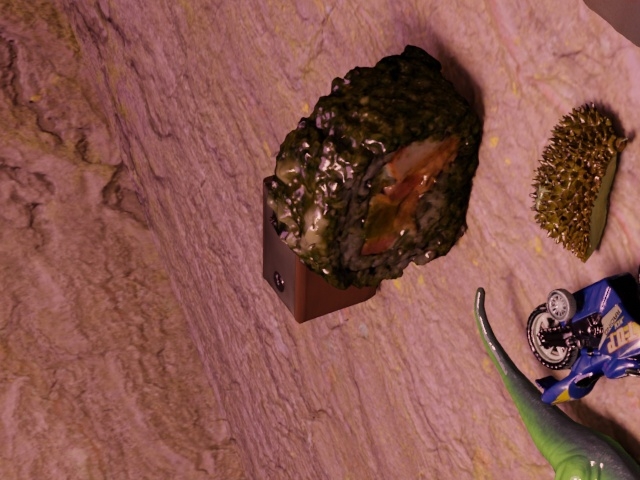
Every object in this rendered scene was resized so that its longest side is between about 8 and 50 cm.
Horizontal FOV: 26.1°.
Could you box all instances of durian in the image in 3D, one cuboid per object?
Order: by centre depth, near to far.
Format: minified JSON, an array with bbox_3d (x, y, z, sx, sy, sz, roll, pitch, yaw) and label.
[{"bbox_3d":[0.317,-0.078,1.769,0.137,0.095,0.220,53,144,38],"label":"durian"}]

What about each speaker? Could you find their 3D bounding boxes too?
[{"bbox_3d":[0.000,0.000,2.424,0.153,0.192,0.231,50,150,41],"label":"speaker"}]

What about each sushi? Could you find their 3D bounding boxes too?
[{"bbox_3d":[0.075,-0.091,2.058,0.178,0.294,0.352,51,148,34],"label":"sushi"}]

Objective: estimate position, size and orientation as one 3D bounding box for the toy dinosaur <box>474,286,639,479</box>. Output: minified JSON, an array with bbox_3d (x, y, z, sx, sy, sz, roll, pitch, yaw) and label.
[{"bbox_3d":[0.370,0.279,1.847,0.374,0.144,0.500,-24,89,63],"label":"toy dinosaur"}]

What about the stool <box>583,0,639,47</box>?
[{"bbox_3d":[0.390,-0.331,1.244,0.310,0.226,0.310,52,151,42],"label":"stool"}]

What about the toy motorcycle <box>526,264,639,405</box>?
[{"bbox_3d":[0.372,0.128,1.751,0.315,0.113,0.169,-35,70,54],"label":"toy motorcycle"}]
